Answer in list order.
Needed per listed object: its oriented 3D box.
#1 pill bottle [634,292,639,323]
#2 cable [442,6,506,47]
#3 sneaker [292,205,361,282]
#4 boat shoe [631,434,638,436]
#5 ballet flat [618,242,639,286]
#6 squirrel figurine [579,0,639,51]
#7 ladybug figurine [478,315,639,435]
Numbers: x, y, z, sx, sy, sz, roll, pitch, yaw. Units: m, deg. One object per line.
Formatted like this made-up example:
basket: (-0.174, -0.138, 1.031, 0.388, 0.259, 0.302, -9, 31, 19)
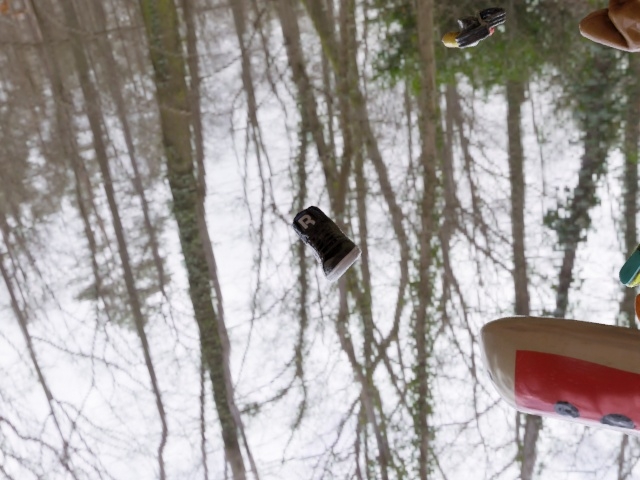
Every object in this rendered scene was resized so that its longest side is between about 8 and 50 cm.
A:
pill bottle: (0.873, 0.149, 1.957, 0.246, 0.130, 0.130, -15, -164, 43)
cable: (0.325, -0.418, 1.685, 0.140, 0.072, 0.287, -16, -160, 7)
sneaker: (0.000, 0.000, 1.445, 0.079, 0.121, 0.217, -45, -175, 2)
boat shoe: (0.548, 0.275, 1.699, 0.319, 0.116, 0.099, 32, -153, 20)
ballet flat: (0.762, 0.027, 1.902, 0.077, 0.231, 0.077, -1, -127, -11)
squirrel figurine: (0.733, -0.552, 1.643, 0.397, 0.370, 0.281, 33, -104, 20)
ladybug figurine: (0.482, 0.236, 1.412, 0.450, 0.161, 0.305, 5, 167, 32)
